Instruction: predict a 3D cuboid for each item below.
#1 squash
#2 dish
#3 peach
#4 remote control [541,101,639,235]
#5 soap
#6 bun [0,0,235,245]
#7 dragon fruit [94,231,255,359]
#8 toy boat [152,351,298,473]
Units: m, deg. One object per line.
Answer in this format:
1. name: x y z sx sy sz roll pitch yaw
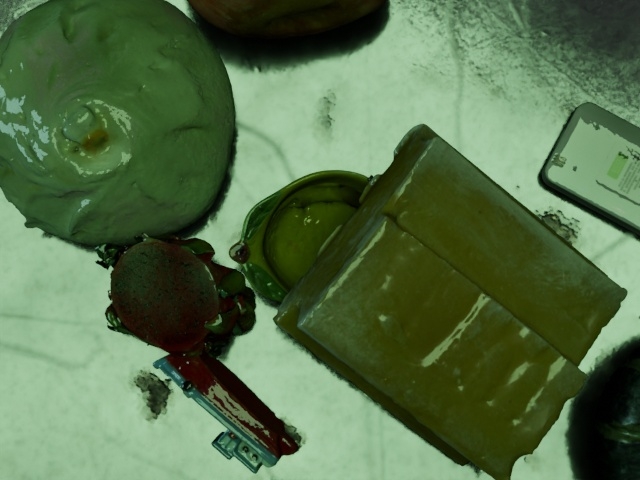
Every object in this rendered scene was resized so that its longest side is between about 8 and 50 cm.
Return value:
1. squash: 0.402 0.206 1.624 0.252 0.165 0.252 0 87 -4
2. dish: 0.000 0.000 1.672 0.207 0.080 0.149 -4 95 -13
3. peach: -0.029 -0.309 1.647 0.235 0.214 0.214 10 84 -7
4. remote control: 0.366 -0.050 1.712 0.250 0.034 0.103 28 85 1
5. soap: 0.138 0.064 1.612 0.281 0.143 0.259 36 85 -15
6. bun: -0.225 -0.134 1.639 0.283 0.179 0.283 0 83 0
7. dragon fruit: -0.141 0.064 1.642 0.138 0.175 0.142 -26 68 26
8. toy boat: -0.103 0.177 1.667 0.173 0.069 0.059 43 103 1
